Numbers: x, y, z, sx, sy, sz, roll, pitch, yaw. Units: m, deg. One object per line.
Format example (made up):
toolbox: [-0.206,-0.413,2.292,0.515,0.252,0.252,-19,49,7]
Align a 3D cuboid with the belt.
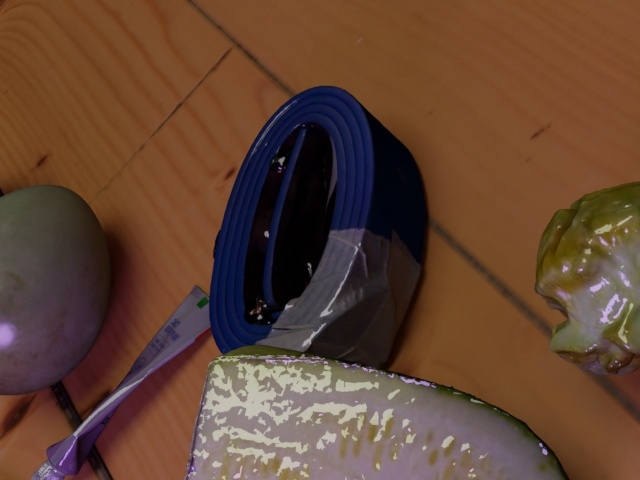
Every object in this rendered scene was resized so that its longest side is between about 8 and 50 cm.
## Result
belt: [0.000,0.000,1.248,0.212,0.117,0.347,-11,55,34]

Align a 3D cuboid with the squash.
squash: [0.055,0.232,0.992,0.309,0.210,0.233,8,82,46]

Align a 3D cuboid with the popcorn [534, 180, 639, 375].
popcorn: [0.291,0.031,0.940,0.221,0.204,0.183,1,83,35]

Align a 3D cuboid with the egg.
egg: [-0.369,0.053,1.432,0.218,0.218,0.295,-11,43,33]

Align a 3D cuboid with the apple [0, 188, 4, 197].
apple: [-0.627,-0.011,1.579,0.384,0.374,0.374,27,81,50]

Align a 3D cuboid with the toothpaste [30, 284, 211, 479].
toothpaste: [-0.232,0.180,1.361,0.301,0.048,0.075,-48,17,-6]
